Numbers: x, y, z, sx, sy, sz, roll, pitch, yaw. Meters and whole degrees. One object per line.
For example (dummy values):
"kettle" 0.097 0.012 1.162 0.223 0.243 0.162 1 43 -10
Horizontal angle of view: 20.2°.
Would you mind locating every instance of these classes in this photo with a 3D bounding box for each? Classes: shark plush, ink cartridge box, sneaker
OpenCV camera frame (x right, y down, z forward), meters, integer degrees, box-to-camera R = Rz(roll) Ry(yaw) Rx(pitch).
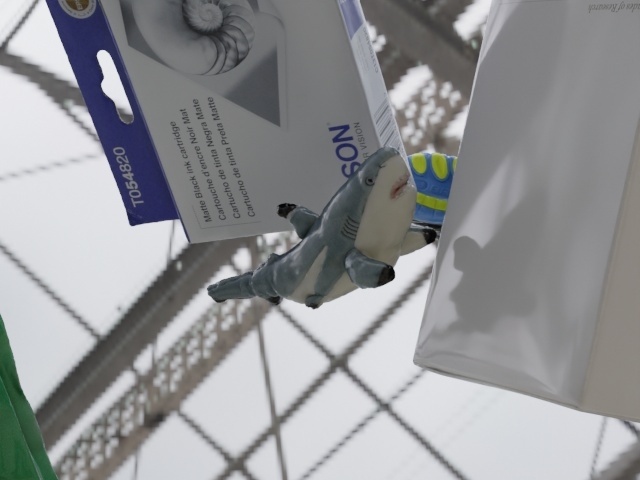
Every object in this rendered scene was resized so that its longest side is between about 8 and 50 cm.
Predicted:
"shark plush" 0.000 0.000 1.083 0.161 0.073 0.067 -24 -81 45
"ink cartridge box" -0.071 -0.104 1.185 0.224 0.045 0.223 -7 -62 24
"sneaker" 0.136 -0.017 1.301 0.188 0.078 0.067 17 -98 -3

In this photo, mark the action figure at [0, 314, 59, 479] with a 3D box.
"action figure" -0.205 0.095 0.971 0.137 0.063 0.232 -17 -70 -22

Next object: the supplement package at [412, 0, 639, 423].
"supplement package" 0.197 -0.041 1.059 0.177 0.175 0.293 14 -92 -30
